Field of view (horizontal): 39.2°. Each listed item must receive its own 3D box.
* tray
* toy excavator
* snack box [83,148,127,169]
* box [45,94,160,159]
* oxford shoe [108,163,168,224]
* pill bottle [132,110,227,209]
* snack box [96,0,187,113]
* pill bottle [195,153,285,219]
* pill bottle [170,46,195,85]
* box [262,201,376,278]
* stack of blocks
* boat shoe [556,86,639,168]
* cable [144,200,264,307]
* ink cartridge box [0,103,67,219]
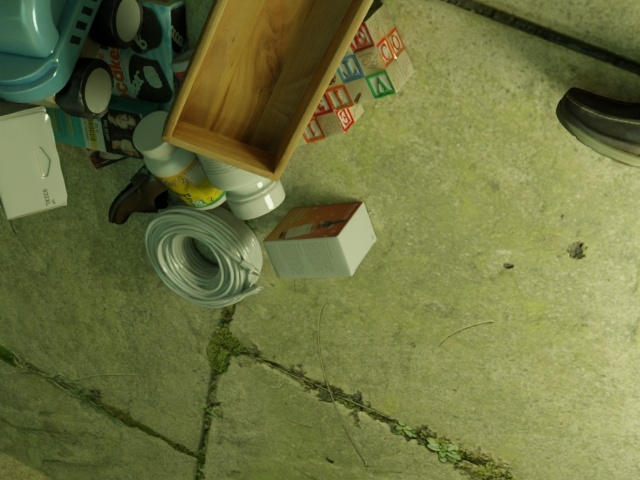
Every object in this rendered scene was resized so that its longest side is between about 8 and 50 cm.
[{"bbox_3d":[-0.077,-0.293,1.362,0.203,0.076,0.411,19,128,-16],"label":"tray"},{"bbox_3d":[-0.478,-0.465,1.458,0.222,0.433,0.445,13,166,18],"label":"toy excavator"},{"bbox_3d":[-0.429,-0.202,1.904,0.178,0.022,0.064,-14,112,36],"label":"snack box"},{"bbox_3d":[-0.422,-0.229,1.748,0.244,0.060,0.100,13,124,24],"label":"box"},{"bbox_3d":[-0.382,-0.085,1.928,0.096,0.083,0.227,42,134,-11],"label":"oxford shoe"},{"bbox_3d":[-0.257,-0.151,1.691,0.118,0.117,0.208,4,157,28],"label":"pill bottle"},{"bbox_3d":[-0.348,-0.316,1.733,0.187,0.060,0.322,15,125,19],"label":"snack box"},{"bbox_3d":[-0.151,-0.159,1.584,0.131,0.131,0.229,-5,122,32],"label":"pill bottle"},{"bbox_3d":[-0.190,-0.261,1.665,0.108,0.108,0.193,-6,120,33],"label":"pill bottle"},{"bbox_3d":[0.000,0.000,1.737,0.170,0.130,0.091,-4,120,31],"label":"box"},{"bbox_3d":[0.007,-0.273,1.557,0.297,0.087,0.171,-12,117,36],"label":"stack of blocks"},{"bbox_3d":[0.531,-0.170,1.325,0.355,0.132,0.130,19,122,5],"label":"boat shoe"},{"bbox_3d":[-0.250,0.028,1.932,0.257,0.089,0.257,-29,105,42],"label":"cable"},{"bbox_3d":[-0.635,-0.218,1.833,0.307,0.129,0.223,46,147,47],"label":"ink cartridge box"}]
